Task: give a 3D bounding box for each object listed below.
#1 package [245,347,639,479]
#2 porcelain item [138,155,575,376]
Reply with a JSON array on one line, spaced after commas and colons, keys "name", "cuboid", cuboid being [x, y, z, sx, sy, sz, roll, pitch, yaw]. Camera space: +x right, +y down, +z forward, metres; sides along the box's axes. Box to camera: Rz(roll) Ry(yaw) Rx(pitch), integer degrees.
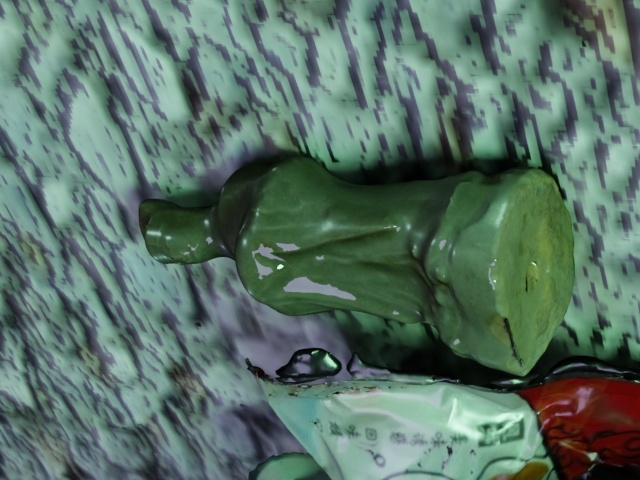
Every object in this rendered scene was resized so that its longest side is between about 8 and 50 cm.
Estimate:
[{"name": "package", "cuboid": [0.094, 0.113, 0.618, 0.269, 0.071, 0.194, 4, 146, 4]}, {"name": "porcelain item", "cuboid": [0.000, 0.000, 0.568, 0.215, 0.069, 0.081, 8, 139, 33]}]
